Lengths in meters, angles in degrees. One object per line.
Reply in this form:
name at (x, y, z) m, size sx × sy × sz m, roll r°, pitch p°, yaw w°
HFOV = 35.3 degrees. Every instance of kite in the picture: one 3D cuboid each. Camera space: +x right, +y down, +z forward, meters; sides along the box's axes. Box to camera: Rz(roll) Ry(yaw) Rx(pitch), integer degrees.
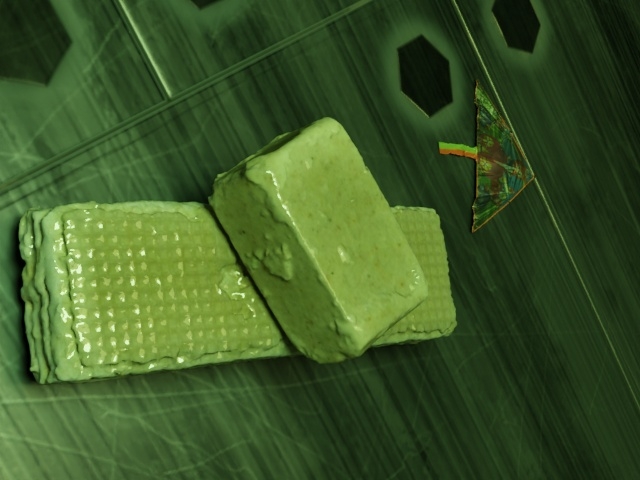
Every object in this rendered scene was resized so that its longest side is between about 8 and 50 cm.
kite at (0.193, -0.093, 1.160) m, size 0.159 × 0.010 × 0.190 m, roll 18°, pitch 67°, yaw -36°

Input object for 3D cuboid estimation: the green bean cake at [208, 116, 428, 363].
green bean cake at (0.000, 0.000, 0.816) m, size 0.109 × 0.085 × 0.179 m, roll -41°, pitch 106°, yaw -42°

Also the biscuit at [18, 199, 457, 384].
biscuit at (-0.051, 0.035, 0.872) m, size 0.426 × 0.078 × 0.144 m, roll -2°, pitch 80°, yaw -42°
